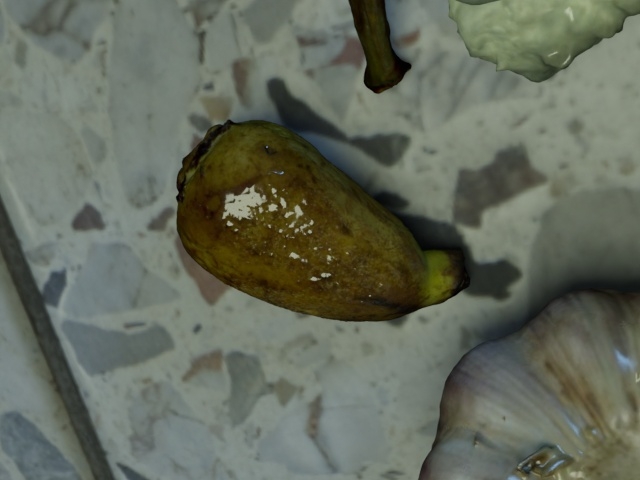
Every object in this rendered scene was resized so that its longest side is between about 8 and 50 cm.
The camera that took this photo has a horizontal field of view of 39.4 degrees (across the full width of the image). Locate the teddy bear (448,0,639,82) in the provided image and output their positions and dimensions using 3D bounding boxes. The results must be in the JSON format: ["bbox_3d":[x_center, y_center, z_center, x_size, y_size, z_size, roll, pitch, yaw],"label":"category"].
[{"bbox_3d":[0.244,-0.004,0.331,0.376,0.327,0.362,-11,84,17],"label":"teddy bear"}]

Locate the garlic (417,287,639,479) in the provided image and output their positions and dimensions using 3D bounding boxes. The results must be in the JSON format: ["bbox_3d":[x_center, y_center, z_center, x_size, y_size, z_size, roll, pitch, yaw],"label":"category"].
[{"bbox_3d":[0.171,0.148,0.512,0.245,0.160,0.244,-1,79,4],"label":"garlic"}]

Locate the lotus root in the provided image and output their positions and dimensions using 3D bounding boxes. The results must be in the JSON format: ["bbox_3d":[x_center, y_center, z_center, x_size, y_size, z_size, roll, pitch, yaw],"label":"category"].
[{"bbox_3d":[0.000,0.000,0.540,0.191,0.094,0.108,29,151,-1],"label":"lotus root"}]

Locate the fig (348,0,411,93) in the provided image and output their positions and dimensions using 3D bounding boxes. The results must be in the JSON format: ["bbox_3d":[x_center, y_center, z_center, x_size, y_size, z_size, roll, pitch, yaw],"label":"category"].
[{"bbox_3d":[0.000,-0.227,0.441,0.191,0.190,0.290,-28,137,24],"label":"fig"}]
